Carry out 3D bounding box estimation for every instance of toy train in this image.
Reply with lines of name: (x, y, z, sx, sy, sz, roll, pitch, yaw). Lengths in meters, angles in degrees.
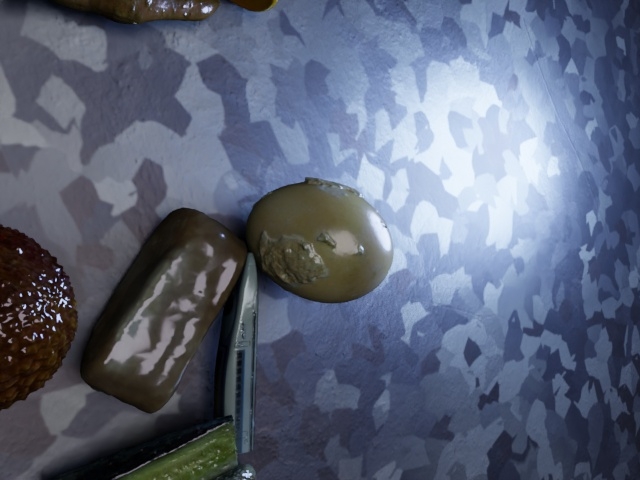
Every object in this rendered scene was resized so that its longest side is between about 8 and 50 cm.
toy train: (-0.110, 0.140, 0.697, 0.048, 0.055, 0.252, 1, 93, -26)

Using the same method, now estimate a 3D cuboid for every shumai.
shumai: (-0.108, 0.333, 0.685, 0.082, 0.083, 0.080, -27, 81, 4)

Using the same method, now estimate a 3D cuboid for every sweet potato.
sweet potato: (-0.230, -0.292, 0.656, 0.274, 0.067, 0.067, -11, 93, -41)

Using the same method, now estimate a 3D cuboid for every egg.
egg: (-0.001, 0.003, 0.733, 0.201, 0.164, 0.164, 20, 75, -8)

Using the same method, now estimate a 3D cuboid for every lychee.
lychee: (-0.320, 0.070, 0.501, 0.194, 0.194, 0.194, 3, 85, -34)

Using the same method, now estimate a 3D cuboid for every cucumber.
cucumber: (-0.199, 0.260, 0.624, 0.211, 0.062, 0.078, -19, 116, -26)

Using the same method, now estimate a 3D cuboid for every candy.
candy: (-0.180, 0.075, 0.640, 0.104, 0.102, 0.234, 38, 69, -27)

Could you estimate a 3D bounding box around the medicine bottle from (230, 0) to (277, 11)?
medicine bottle: (-0.071, -0.420, 0.751, 0.096, 0.096, 0.192, 29, 72, -30)
